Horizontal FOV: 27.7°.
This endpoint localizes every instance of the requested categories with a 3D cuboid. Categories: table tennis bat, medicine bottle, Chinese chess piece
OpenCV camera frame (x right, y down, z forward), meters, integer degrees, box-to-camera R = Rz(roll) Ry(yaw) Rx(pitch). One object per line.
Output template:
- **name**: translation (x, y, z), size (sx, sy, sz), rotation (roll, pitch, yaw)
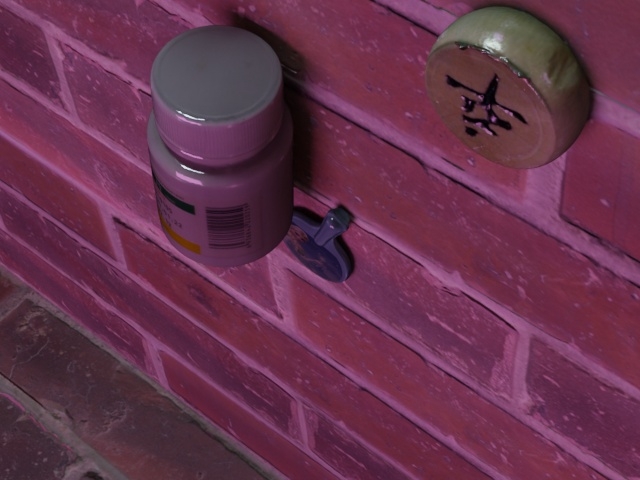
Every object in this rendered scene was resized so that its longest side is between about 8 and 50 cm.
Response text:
- **table tennis bat**: translation (0.000, 0.000, 2.045), size (0.149, 0.038, 0.237), rotation (45, 158, 0)
- **medicine bottle**: translation (-0.141, -0.131, 1.850), size (0.208, 0.208, 0.339), rotation (35, 153, 20)
- **Chinese chess piece**: translation (0.203, -0.164, 1.424), size (0.188, 0.083, 0.188), rotation (32, 151, 20)
